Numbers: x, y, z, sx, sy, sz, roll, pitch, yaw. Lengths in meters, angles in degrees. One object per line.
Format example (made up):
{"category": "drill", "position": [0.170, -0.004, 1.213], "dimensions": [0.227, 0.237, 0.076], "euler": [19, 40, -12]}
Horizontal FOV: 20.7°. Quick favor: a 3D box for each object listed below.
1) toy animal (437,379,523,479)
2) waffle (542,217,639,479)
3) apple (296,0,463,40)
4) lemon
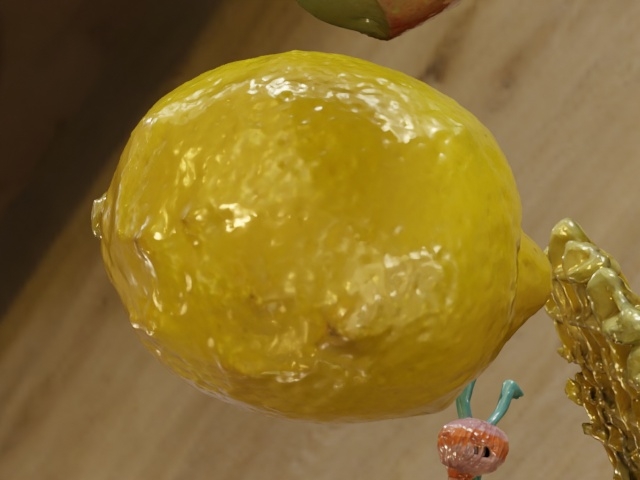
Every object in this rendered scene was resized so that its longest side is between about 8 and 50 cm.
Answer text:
{"category": "toy animal", "position": [0.130, 0.226, 1.714], "dimensions": [0.100, 0.103, 0.208], "euler": [19, 84, 31]}
{"category": "waffle", "position": [0.245, 0.117, 1.375], "dimensions": [0.250, 0.056, 0.261], "euler": [75, 172, -50]}
{"category": "apple", "position": [0.019, -0.209, 0.903], "dimensions": [0.174, 0.188, 0.207], "euler": [-20, 98, 3]}
{"category": "lemon", "position": [0.000, 0.000, 1.067], "dimensions": [0.288, 0.233, 0.233], "euler": [12, 97, 7]}
